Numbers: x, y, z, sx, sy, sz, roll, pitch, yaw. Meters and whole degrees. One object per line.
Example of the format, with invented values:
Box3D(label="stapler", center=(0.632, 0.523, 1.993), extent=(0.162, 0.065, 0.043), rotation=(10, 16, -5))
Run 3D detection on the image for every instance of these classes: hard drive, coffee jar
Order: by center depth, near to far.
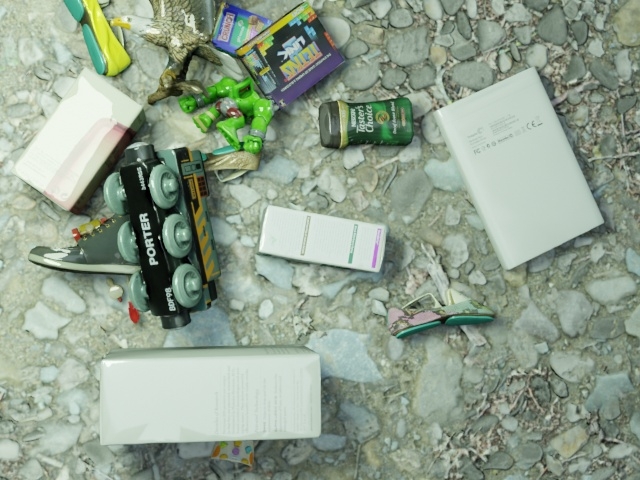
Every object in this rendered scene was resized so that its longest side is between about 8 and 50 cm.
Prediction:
Box3D(label="coffee jar", center=(0.088, -0.231, 1.700), extent=(0.184, 0.079, 0.096), rotation=(-5, 89, -9))
Box3D(label="hard drive", center=(0.407, -0.148, 1.766), extent=(0.233, 0.047, 0.353), rotation=(-25, 91, -9))

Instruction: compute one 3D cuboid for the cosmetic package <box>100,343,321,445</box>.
Box3D(label="cosmetic package", center=(-0.201, 0.274, 1.570), extent=(0.385, 0.217, 0.156), rotation=(-2, 88, -8))

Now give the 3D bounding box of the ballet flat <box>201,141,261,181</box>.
Box3D(label="ballet flat", center=(-0.212, -0.141, 1.658), extent=(0.206, 0.073, 0.067), rotation=(-10, 112, -5))

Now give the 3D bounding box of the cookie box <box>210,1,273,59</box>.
Box3D(label="cookie box", center=(-0.158, -0.404, 1.686), extent=(0.107, 0.040, 0.092), rotation=(19, 87, -7))

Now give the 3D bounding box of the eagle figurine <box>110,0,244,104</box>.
Box3D(label="eagle figurine", center=(-0.273, -0.412, 1.559), extent=(0.226, 0.225, 0.298), rotation=(-1, 89, 28))

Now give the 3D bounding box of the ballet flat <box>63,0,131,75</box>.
Box3D(label="ballet flat", center=(-0.428, -0.424, 1.635), extent=(0.077, 0.077, 0.231), rotation=(-27, 95, -30))

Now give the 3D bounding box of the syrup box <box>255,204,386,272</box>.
Box3D(label="syrup box", center=(0.000, 0.000, 1.671), extent=(0.237, 0.093, 0.096), rotation=(11, 86, -9))

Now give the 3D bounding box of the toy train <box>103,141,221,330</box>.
Box3D(label="toy train", center=(-0.263, -0.014, 1.533), extent=(0.142, 0.190, 0.334), rotation=(-8, 98, 26))

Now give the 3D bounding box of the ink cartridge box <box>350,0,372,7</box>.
Box3D(label="ink cartridge box", center=(0.128, -0.601, 1.699), extent=(0.353, 0.119, 0.207), rotation=(-23, 92, -10))

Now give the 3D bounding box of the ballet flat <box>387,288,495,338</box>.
Box3D(label="ballet flat", center=(0.239, 0.140, 1.721), extent=(0.221, 0.077, 0.079), rotation=(-9, 70, -9))

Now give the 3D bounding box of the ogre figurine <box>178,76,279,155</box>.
Box3D(label="ogre figurine", center=(-0.164, -0.247, 1.644), extent=(0.118, 0.197, 0.097), rotation=(-46, 135, -21))

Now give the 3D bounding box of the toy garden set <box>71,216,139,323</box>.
Box3D(label="toy garden set", center=(-0.338, 0.035, 1.641), extent=(0.204, 0.049, 0.244), rotation=(-22, 92, -11))

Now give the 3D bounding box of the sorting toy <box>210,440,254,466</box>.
Box3D(label="sorting toy", center=(-0.163, 0.391, 1.663), extent=(0.083, 0.045, 0.075), rotation=(13, 67, -9))

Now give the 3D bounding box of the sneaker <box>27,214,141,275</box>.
Box3D(label="sneaker", center=(-0.413, 0.000, 1.567), extent=(0.222, 0.083, 0.118), rotation=(5, 82, -21))

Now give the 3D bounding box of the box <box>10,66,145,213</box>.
Box3D(label="box", center=(-0.438, -0.176, 1.579), extent=(0.127, 0.148, 0.232), rotation=(35, 84, -7))

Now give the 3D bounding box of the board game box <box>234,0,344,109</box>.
Box3D(label="board game box", center=(-0.059, -0.358, 1.671), extent=(0.170, 0.048, 0.141), rotation=(-40, 108, -16))
